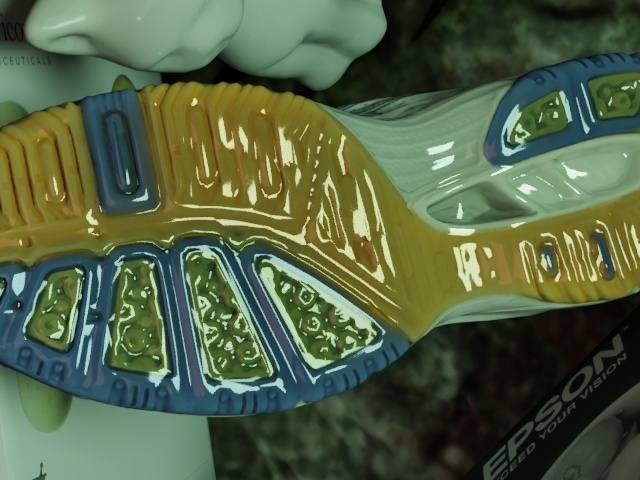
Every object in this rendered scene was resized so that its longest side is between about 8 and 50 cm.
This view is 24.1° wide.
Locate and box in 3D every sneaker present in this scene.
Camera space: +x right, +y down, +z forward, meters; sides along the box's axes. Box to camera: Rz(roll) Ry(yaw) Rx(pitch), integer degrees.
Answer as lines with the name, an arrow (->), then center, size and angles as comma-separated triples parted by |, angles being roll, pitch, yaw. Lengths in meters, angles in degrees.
sneaker -> 0.000, 0.000, 0.554 | 0.296, 0.131, 0.112 | -5, 88, -22

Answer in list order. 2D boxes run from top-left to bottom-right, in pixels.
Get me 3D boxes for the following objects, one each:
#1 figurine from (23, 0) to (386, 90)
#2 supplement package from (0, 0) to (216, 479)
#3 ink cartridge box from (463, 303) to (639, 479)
figurine -> 0.001, -0.137, 0.553 | 0.215, 0.209, 0.092 | -42, 84, 17
supplement package -> -0.177, 0.039, 0.631 | 0.198, 0.199, 0.262 | -6, 95, 16
ink cartridge box -> 0.135, 0.051, 0.539 | 0.045, 0.208, 0.206 | 41, 105, -9
